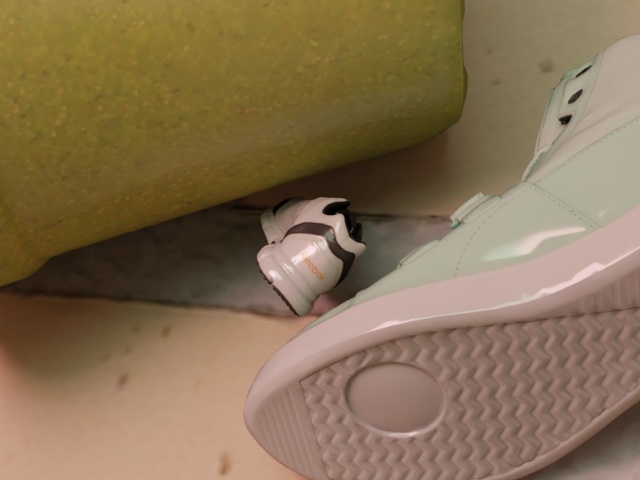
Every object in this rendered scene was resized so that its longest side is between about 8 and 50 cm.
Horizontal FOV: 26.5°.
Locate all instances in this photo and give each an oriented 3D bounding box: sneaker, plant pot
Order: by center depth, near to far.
[{"bbox_3d":[0.087,0.004,0.560,0.256,0.094,0.151,-26,29,18],"label":"sneaker"},{"bbox_3d":[0.000,0.000,0.586,0.044,0.040,0.109,-38,13,7],"label":"sneaker"},{"bbox_3d":[-0.075,-0.116,0.602,0.254,0.276,0.276,-10,54,-1],"label":"plant pot"}]
